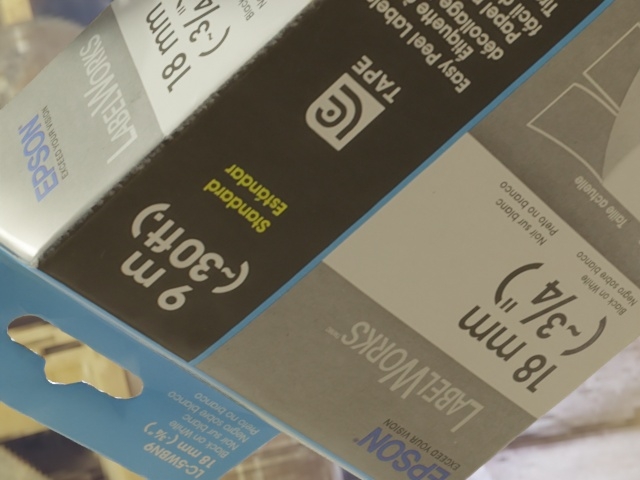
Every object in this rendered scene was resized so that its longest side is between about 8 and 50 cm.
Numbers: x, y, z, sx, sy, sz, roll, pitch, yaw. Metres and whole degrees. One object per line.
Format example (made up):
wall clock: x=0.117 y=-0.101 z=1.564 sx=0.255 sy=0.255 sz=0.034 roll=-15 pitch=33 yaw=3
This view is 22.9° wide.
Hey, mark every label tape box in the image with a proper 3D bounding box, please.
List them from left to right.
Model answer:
label tape box: x=0.000 y=0.000 z=0.636 sx=0.333 sy=0.240 sz=0.106 roll=-42 pitch=41 yaw=13
